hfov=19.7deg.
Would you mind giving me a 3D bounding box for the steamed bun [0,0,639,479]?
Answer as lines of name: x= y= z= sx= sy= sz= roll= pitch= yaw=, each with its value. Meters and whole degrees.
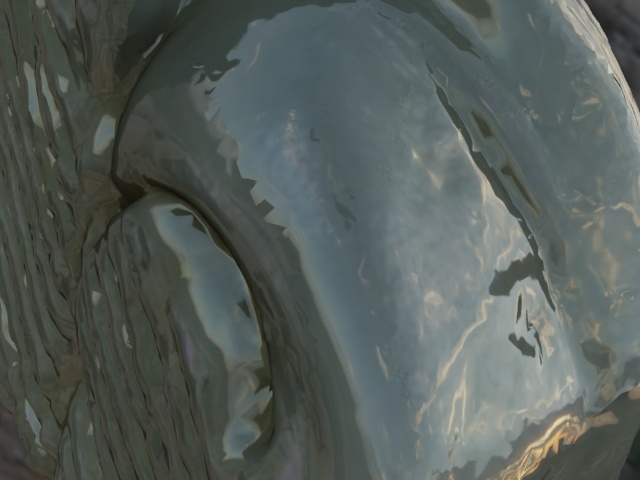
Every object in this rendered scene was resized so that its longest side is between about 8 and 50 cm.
steamed bun: x=0.000 y=0.000 z=0.743 sx=0.255 sy=0.368 sz=0.342 roll=-11 pitch=76 yaw=-28
